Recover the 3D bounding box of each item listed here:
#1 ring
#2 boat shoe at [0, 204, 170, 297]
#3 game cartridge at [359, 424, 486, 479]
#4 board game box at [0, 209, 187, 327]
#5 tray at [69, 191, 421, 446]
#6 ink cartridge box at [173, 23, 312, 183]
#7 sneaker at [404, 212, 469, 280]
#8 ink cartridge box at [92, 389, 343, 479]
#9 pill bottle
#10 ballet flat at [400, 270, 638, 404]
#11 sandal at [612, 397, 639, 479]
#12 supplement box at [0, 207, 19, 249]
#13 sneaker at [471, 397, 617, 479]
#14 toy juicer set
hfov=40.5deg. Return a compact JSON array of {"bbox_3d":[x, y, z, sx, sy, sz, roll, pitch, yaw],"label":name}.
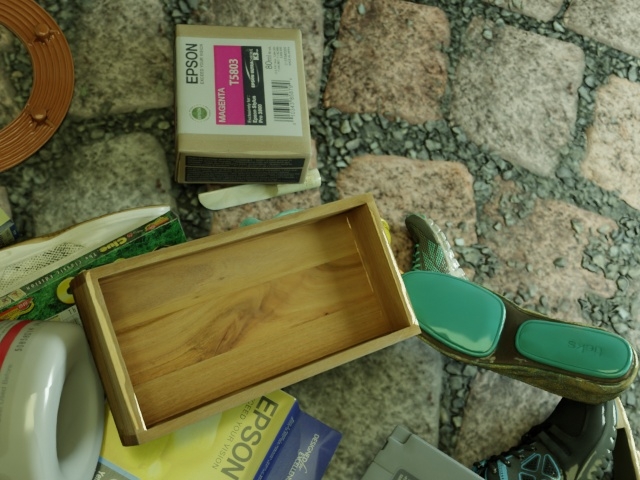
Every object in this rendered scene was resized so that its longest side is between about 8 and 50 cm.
[{"bbox_3d":[-0.534,-0.245,1.268,0.337,0.032,0.336,4,71,-10],"label":"ring"},{"bbox_3d":[-0.328,0.027,1.189,0.277,0.098,0.096,-21,91,-11],"label":"boat shoe"},{"bbox_3d":[0.101,0.412,1.108,0.198,0.062,0.297,31,77,19],"label":"game cartridge"},{"bbox_3d":[-0.289,0.074,1.162,0.260,0.136,0.030,-30,37,-18],"label":"board game box"},{"bbox_3d":[-0.081,0.086,1.089,0.411,0.076,0.203,-17,85,-32],"label":"tray"},{"bbox_3d":[-0.119,-0.203,1.285,0.193,0.088,0.234,0,63,-11],"label":"ink cartridge box"},{"bbox_3d":[0.161,0.038,1.292,0.076,0.065,0.166,-25,77,-13],"label":"sneaker"},{"bbox_3d":[-0.164,0.308,1.136,0.307,0.072,0.303,28,69,2],"label":"ink cartridge box"},{"bbox_3d":[-0.479,0.202,1.007,0.408,0.229,0.229,2,71,3],"label":"pill bottle"},{"bbox_3d":[0.257,0.142,1.209,0.348,0.123,0.123,17,68,16],"label":"ballet flat"},{"bbox_3d":[0.461,0.326,1.238,0.079,0.088,0.240,-6,67,-10],"label":"sandal"},{"bbox_3d":[-0.475,-0.020,1.190,0.083,0.056,0.083,-41,83,-20],"label":"supplement box"},{"bbox_3d":[0.291,0.318,1.188,0.140,0.125,0.341,33,68,3],"label":"sneaker"},{"bbox_3d":[0.000,0.000,1.257,0.209,0.089,0.329,-35,81,-19],"label":"toy juicer set"}]
